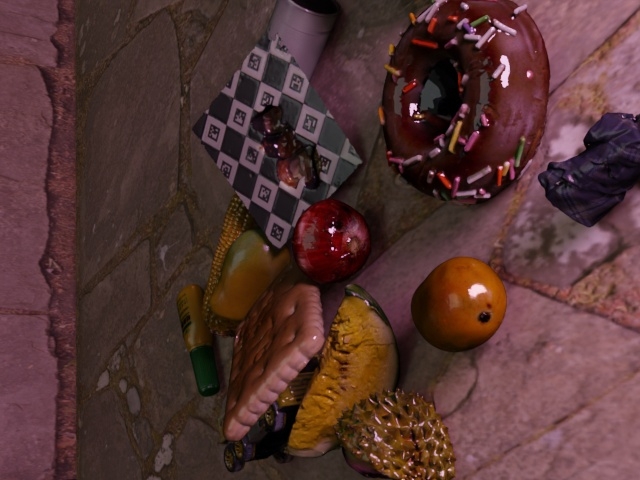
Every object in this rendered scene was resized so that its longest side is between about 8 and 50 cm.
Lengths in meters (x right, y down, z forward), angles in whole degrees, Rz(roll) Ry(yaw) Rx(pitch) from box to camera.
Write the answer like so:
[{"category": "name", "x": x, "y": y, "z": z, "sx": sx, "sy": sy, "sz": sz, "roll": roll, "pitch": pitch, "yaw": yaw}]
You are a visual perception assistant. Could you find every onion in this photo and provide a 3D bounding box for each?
[{"category": "onion", "x": 0.014, "y": 0.002, "z": 1.185, "sx": 0.131, "sy": 0.131, "sz": 0.131, "roll": -11, "pitch": 78, "yaw": 61}]

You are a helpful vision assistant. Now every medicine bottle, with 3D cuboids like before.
[{"category": "medicine bottle", "x": -0.267, "y": 0.220, "z": 1.751, "sx": 0.095, "sy": 0.064, "sz": 0.260, "roll": -57, "pitch": 41, "yaw": 42}]

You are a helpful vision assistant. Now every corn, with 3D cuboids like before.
[{"category": "corn", "x": -0.155, "y": 0.042, "z": 1.527, "sx": 0.106, "sy": 0.106, "sz": 0.305, "roll": 39, "pitch": 118, "yaw": 56}]

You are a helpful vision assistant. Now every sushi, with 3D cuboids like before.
[{"category": "sushi", "x": -0.067, "y": -0.169, "z": 1.348, "sx": 0.264, "sy": 0.050, "sz": 0.290, "roll": -46, "pitch": 71, "yaw": 34}]

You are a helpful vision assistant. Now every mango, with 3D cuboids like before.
[{"category": "mango", "x": 0.162, "y": 0.082, "z": 0.958, "sx": 0.163, "sy": 0.090, "sz": 0.111, "roll": 123, "pitch": 152, "yaw": -57}, {"category": "mango", "x": -0.122, "y": 0.067, "z": 1.445, "sx": 0.085, "sy": 0.122, "sz": 0.191, "roll": -86, "pitch": 17, "yaw": -69}]

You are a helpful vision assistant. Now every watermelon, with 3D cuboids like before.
[{"category": "watermelon", "x": 0.033, "y": 0.190, "z": 1.134, "sx": 0.123, "sy": 0.129, "sz": 0.301, "roll": 50, "pitch": 127, "yaw": 47}]

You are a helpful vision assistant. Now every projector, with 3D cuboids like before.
[{"category": "projector", "x": -0.074, "y": -0.280, "z": 1.405, "sx": 0.337, "sy": 0.108, "sz": 0.108, "roll": -63, "pitch": 36, "yaw": 36}]

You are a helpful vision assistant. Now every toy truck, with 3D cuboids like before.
[{"category": "toy truck", "x": -0.086, "y": 0.278, "z": 1.345, "sx": 0.272, "sy": 0.124, "sz": 0.157, "roll": -53, "pitch": 48, "yaw": 45}]

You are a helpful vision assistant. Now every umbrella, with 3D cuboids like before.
[{"category": "umbrella", "x": 0.305, "y": -0.098, "z": 0.738, "sx": 0.224, "sy": 0.080, "sz": 0.071, "roll": -40, "pitch": 18, "yaw": 49}]

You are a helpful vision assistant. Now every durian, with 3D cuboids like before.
[{"category": "durian", "x": 0.086, "y": 0.251, "z": 1.023, "sx": 0.187, "sy": 0.108, "sz": 0.119, "roll": 31, "pitch": 101, "yaw": 41}]

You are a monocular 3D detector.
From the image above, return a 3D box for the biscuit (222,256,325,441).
[{"category": "biscuit", "x": -0.075, "y": 0.144, "z": 1.212, "sx": 0.217, "sy": 0.044, "sz": 0.325, "roll": -51, "pitch": 15, "yaw": 17}]

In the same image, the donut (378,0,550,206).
[{"category": "donut", "x": 0.163, "y": -0.171, "z": 0.964, "sx": 0.270, "sy": 0.103, "sz": 0.269, "roll": -8, "pitch": 81, "yaw": 59}]
